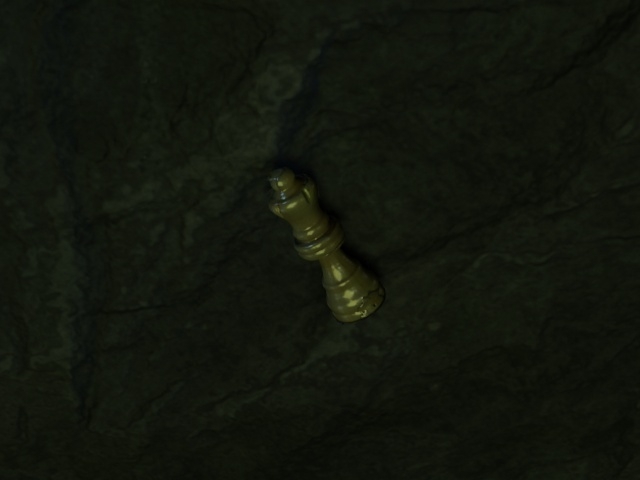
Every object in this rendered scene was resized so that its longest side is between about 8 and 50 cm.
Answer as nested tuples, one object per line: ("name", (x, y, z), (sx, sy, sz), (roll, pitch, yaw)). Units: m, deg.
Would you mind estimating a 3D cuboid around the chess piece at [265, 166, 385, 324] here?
("chess piece", (0.000, 0.001, 1.008), (0.060, 0.060, 0.172), (-21, 122, 18))
